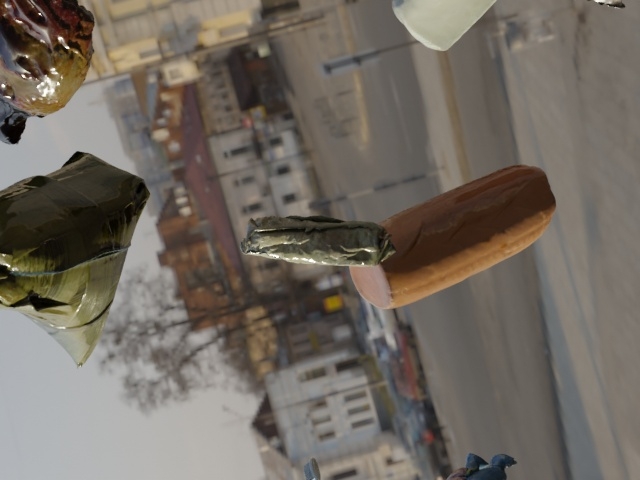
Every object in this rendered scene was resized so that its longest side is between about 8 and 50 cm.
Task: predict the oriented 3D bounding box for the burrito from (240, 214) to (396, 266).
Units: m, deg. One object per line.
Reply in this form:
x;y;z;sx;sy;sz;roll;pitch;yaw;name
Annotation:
0.000;-0.001;1.300;0.045;0.188;0.058;-119;35;-72;burrito

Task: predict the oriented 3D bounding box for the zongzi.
-0.309;0.063;1.173;0.251;0.125;0.274;-30;-38;-57;zongzi

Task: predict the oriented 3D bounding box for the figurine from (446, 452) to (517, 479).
0.171;0.318;1.175;0.178;0.144;0.114;-63;8;-29;figurine

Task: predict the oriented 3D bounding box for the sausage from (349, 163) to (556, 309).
0.189;-0.010;1.497;0.121;0.304;0.121;53;157;33;sausage

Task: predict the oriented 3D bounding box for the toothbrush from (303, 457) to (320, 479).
0.009;0.439;1.673;0.019;0.025;0.275;35;-159;-32;toothbrush

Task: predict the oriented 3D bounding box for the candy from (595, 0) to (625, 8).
0.310;-0.423;1.548;0.155;0.265;0.116;-97;18;-56;candy

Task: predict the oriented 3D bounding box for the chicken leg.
-0.291;-0.198;0.985;0.083;0.177;0.322;-57;-33;-34;chicken leg

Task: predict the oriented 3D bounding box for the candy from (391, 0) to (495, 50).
0.288;-0.555;2.080;0.145;0.358;0.208;33;-152;-24;candy
